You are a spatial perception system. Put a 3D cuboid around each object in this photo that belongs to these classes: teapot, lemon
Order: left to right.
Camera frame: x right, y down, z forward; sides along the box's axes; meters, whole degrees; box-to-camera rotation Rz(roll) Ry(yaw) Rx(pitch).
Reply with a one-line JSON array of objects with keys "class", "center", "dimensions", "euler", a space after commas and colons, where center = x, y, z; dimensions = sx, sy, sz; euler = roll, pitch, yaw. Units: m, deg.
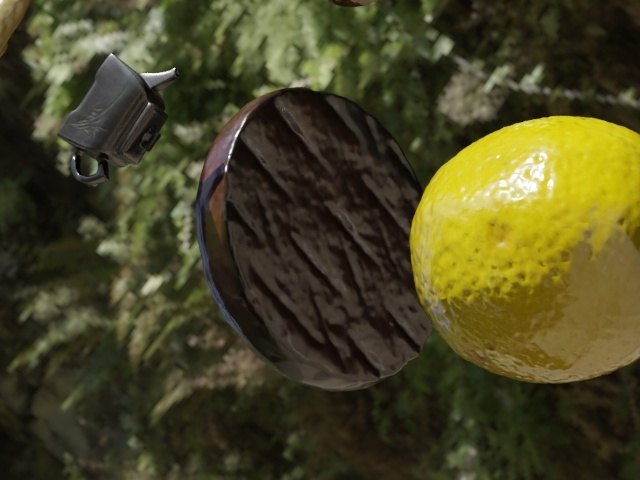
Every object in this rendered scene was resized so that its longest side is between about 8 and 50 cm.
[{"class": "teapot", "center": [-0.233, -0.140, 1.784], "dimensions": [0.177, 0.096, 0.087], "euler": [-56, -23, -2]}, {"class": "lemon", "center": [0.192, 0.011, 1.276], "dimensions": [0.254, 0.228, 0.228], "euler": [-16, 3, 26]}]

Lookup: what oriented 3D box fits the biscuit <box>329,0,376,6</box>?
[{"class": "biscuit", "center": [0.102, -0.413, 1.677], "dimensions": [0.350, 0.394, 0.070], "euler": [-62, -34, -8]}]

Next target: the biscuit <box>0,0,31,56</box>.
[{"class": "biscuit", "center": [-0.544, -0.255, 2.284], "dimensions": [0.237, 0.062, 0.290], "euler": [-41, 23, 56]}]

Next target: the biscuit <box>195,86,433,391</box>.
[{"class": "biscuit", "center": [0.000, 0.000, 1.933], "dimensions": [0.091, 0.407, 0.407], "euler": [-20, 12, 41]}]
